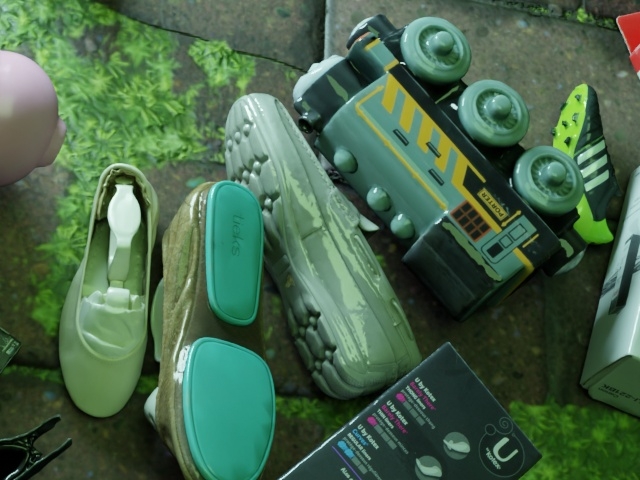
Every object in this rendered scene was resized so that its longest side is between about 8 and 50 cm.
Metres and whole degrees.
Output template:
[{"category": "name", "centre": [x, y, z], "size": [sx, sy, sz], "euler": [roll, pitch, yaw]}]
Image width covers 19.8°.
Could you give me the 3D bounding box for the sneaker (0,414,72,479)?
[{"category": "sneaker", "centre": [-0.305, 0.208, 1.614], "size": [0.170, 0.089, 0.051], "euler": [-20, 76, -26]}]

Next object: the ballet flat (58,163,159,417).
[{"category": "ballet flat", "centre": [-0.196, 0.040, 1.729], "size": [0.086, 0.086, 0.248], "euler": [10, 66, -15]}]

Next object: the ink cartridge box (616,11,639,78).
[{"category": "ink cartridge box", "centre": [0.441, -0.177, 2.045], "size": [0.134, 0.078, 0.231], "euler": [-15, 73, -26]}]

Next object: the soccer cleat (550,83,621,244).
[{"category": "soccer cleat", "centre": [0.287, -0.079, 1.967], "size": [0.072, 0.060, 0.179], "euler": [14, 70, -24]}]

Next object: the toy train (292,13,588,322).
[{"category": "toy train", "centre": [0.120, -0.077, 1.849], "size": [0.190, 0.142, 0.334], "euler": [-37, 83, -33]}]

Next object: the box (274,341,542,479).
[{"category": "box", "centre": [0.043, 0.243, 1.678], "size": [0.270, 0.165, 0.143], "euler": [-37, 83, -28]}]

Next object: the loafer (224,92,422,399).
[{"category": "loafer", "centre": [0.000, 0.000, 1.806], "size": [0.111, 0.112, 0.319], "euler": [-17, 81, -32]}]

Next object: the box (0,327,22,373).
[{"category": "box", "centre": [-0.326, 0.109, 1.689], "size": [0.067, 0.018, 0.083], "euler": [35, 61, -2]}]

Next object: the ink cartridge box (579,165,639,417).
[{"category": "ink cartridge box", "centre": [0.405, 0.058, 1.912], "size": [0.197, 0.114, 0.273], "euler": [23, 63, -10]}]

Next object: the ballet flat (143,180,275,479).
[{"category": "ballet flat", "centre": [-0.113, 0.104, 1.703], "size": [0.116, 0.124, 0.342], "euler": [21, 51, -34]}]

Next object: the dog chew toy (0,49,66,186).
[{"category": "dog chew toy", "centre": [-0.392, -0.152, 1.682], "size": [0.332, 0.206, 0.206], "euler": [23, 62, -17]}]
